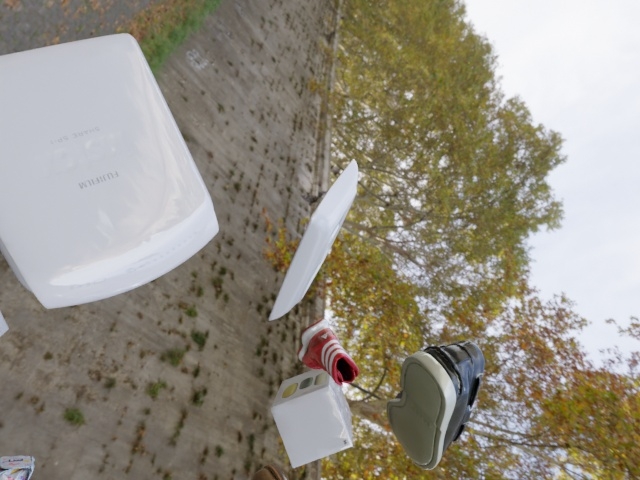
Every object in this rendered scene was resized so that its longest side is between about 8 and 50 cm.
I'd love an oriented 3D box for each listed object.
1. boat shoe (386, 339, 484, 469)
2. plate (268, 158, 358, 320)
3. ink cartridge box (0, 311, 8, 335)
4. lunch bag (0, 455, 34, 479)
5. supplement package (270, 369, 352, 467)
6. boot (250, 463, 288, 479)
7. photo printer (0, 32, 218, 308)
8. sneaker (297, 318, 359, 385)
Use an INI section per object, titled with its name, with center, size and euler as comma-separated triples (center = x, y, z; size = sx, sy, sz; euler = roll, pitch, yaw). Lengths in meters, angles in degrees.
[boat shoe]
center = 0.191, 0.270, 0.679
size = 0.113, 0.339, 0.127
euler = -25, -135, -21
[plate]
center = 0.000, 0.000, 0.832
size = 0.277, 0.045, 0.278
euler = -67, 175, 36
[ink cartridge box]
center = -0.714, 0.093, 0.611
size = 0.310, 0.271, 0.130
euler = -20, -166, -21
[lunch bag]
center = -0.508, 0.381, 0.652
size = 0.083, 0.053, 0.071
euler = -26, -173, -35
[supplement package]
center = -0.021, 0.564, 1.351
size = 0.200, 0.197, 0.263
euler = -21, 177, 2
[boot]
center = -0.074, 0.412, 0.474
size = 0.305, 0.115, 0.112
euler = -111, -146, -56
[photo printer]
center = -0.295, -0.082, 0.529
size = 0.256, 0.307, 0.107
euler = -27, -170, -26
[sneaker]
center = 0.015, 0.268, 0.874
size = 0.087, 0.221, 0.128
euler = -30, -120, -13
